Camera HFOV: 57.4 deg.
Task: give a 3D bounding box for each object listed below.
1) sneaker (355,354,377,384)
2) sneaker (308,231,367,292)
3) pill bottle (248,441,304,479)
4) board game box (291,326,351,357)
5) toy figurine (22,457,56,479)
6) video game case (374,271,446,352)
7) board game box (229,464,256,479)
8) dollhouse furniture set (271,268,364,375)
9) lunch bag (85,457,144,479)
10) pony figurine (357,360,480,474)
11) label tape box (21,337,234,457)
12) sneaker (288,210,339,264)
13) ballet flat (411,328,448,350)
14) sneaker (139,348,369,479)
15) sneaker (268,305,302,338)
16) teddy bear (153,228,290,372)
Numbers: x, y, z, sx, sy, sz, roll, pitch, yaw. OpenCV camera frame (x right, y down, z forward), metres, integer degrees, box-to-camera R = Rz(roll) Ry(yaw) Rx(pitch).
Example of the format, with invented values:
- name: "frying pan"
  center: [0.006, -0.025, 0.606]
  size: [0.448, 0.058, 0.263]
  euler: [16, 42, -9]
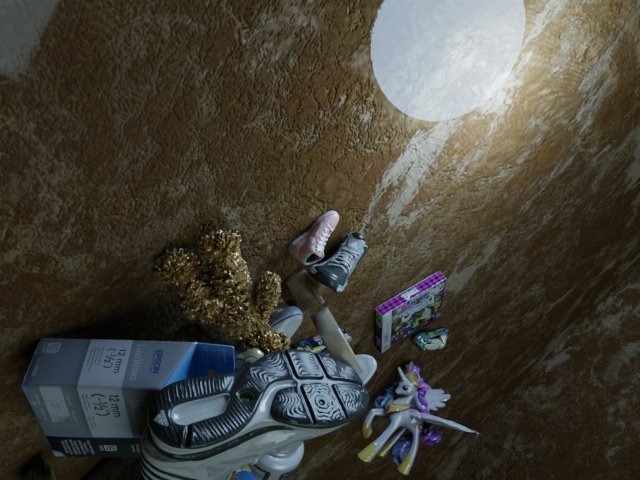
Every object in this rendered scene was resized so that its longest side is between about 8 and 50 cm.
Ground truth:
- name: "sneaker"
  center: [0.071, 0.450, 1.768]
  size: [0.296, 0.104, 0.147]
  euler: [-43, 146, 13]
- name: "sneaker"
  center: [0.047, 0.038, 1.296]
  size: [0.132, 0.086, 0.229]
  euler: [-57, 175, 4]
- name: "pill bottle"
  center: [-0.153, 0.621, 1.674]
  size: [0.176, 0.176, 0.318]
  euler: [-3, 130, -40]
- name: "board game box"
  center: [-0.010, 0.318, 1.597]
  size: [0.170, 0.048, 0.141]
  euler: [-11, 137, -35]
- name: "toy figurine"
  center: [-0.672, 0.648, 1.239]
  size: [0.217, 0.191, 0.362]
  euler: [-6, 131, -32]
- name: "video game case"
  center: [0.264, 0.216, 1.742]
  size: [0.232, 0.042, 0.210]
  euler: [-27, 143, -18]
- name: "board game box"
  center: [-0.273, 0.532, 1.355]
  size: [0.064, 0.316, 0.242]
  euler: [-51, 144, 13]
- name: "dollhouse furniture set"
  center: [-0.109, 0.284, 1.277]
  size: [0.356, 0.174, 0.303]
  euler: [-29, 103, -4]
- name: "lunch bag"
  center: [-0.417, 0.639, 1.430]
  size: [0.305, 0.212, 0.256]
  euler: [-45, 147, 4]
- name: "pony figurine"
  center: [0.325, 0.620, 2.034]
  size: [0.351, 0.303, 0.363]
  euler: [28, 94, -26]
- name: "label tape box"
  center: [-0.340, 0.305, 1.104]
  size: [0.348, 0.115, 0.249]
  euler: [4, 133, -3]
- name: "sneaker"
  center: [0.000, 0.000, 1.255]
  size: [0.134, 0.070, 0.051]
  euler: [-41, 142, -2]
- name: "ballet flat"
  center: [0.379, 0.337, 1.953]
  size: [0.188, 0.070, 0.070]
  euler: [-1, 129, -42]
- name: "sneaker"
  center: [-0.134, 0.359, 1.129]
  size: [0.448, 0.169, 0.257]
  euler: [-1, 136, -33]
- name: "sneaker"
  center: [-0.120, 0.273, 1.412]
  size: [0.258, 0.091, 0.094]
  euler: [-51, 143, 14]
- name: "teddy bear"
  center: [-0.181, 0.138, 1.130]
  size: [0.245, 0.113, 0.337]
  euler: [-13, 113, -19]
